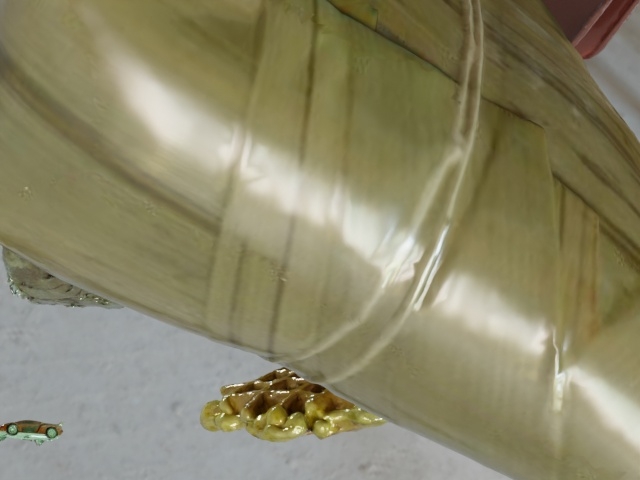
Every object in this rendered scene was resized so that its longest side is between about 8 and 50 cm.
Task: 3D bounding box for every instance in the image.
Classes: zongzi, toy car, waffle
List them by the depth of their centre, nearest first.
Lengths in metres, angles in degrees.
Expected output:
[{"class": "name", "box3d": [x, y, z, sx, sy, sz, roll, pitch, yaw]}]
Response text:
[{"class": "zongzi", "box3d": [0.071, -0.072, 0.552, 0.418, 0.181, 0.447, 33, 35, -7]}, {"class": "waffle", "box3d": [0.027, 0.161, 1.259, 0.301, 0.058, 0.282, -12, 6, -32]}, {"class": "toy car", "box3d": [-0.489, 0.315, 1.876, 0.122, 0.059, 0.035, 14, 65, -33]}]

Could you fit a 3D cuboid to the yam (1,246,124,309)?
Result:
[{"class": "yam", "box3d": [-0.252, -0.018, 1.564, 0.241, 0.348, 0.241, -8, 90, -73]}]

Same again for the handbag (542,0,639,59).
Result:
[{"class": "handbag", "box3d": [0.236, -0.349, 1.152, 0.084, 0.260, 0.275, -16, 61, -41]}]
